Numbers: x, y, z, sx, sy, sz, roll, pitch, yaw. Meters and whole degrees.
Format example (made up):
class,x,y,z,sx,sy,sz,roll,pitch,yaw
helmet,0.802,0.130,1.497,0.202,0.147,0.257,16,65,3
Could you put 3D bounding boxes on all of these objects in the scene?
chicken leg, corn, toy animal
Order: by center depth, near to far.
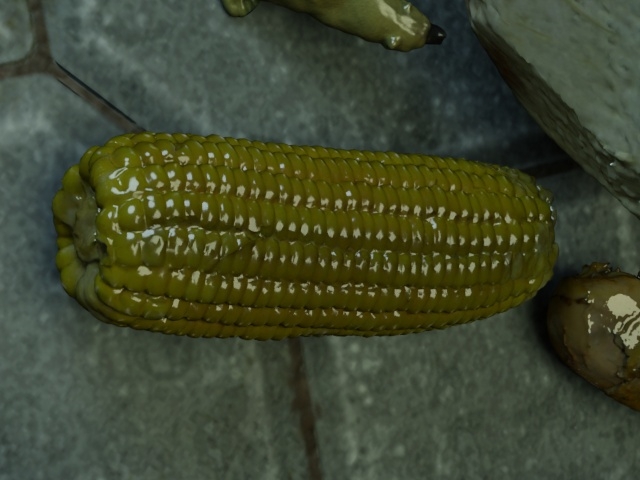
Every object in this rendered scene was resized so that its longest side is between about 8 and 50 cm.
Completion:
class,x,y,z,sx,sy,sz,roll,pitch,yaw
toy animal,-0.017,-0.194,1.121,0.103,0.101,0.219,-45,115,-22
corn,0.000,0.000,1.129,0.344,0.131,0.131,2,93,-31
chicken leg,0.255,0.086,1.304,0.207,0.085,0.101,40,79,-14

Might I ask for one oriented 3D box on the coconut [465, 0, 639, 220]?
class,x,y,z,sx,sy,sz,roll,pitch,yaw
coconut,0.258,-0.204,1.162,0.344,0.415,0.415,4,92,-22
